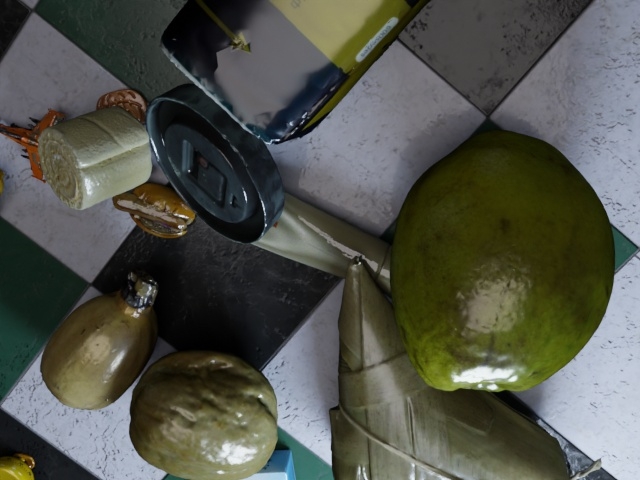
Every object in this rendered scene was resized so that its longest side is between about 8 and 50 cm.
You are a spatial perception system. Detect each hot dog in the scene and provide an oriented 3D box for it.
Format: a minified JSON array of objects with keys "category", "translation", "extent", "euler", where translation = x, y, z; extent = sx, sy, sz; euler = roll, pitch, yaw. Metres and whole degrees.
[{"category":"hot dog","translation":[-0.295,-0.057,1.302],"extent":[0.140,0.060,0.090],"euler":[33,104,-2]}]

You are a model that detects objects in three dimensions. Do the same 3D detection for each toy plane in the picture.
[{"category":"toy plane","translation":[-0.510,-0.180,1.290],"extent":[0.188,0.062,0.135],"euler":[26,109,12]}]

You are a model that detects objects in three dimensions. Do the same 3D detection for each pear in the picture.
[{"category":"pear","translation":[0.277,0.037,1.116],"extent":[0.352,0.352,0.413],"euler":[16,74,0]}]

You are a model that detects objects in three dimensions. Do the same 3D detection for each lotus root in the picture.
[{"category":"lotus root","translation":[-0.380,0.174,1.322],"extent":[0.183,0.183,0.310],"euler":[36,107,-6]}]

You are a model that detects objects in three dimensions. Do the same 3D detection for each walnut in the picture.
[{"category":"walnut","translation":[-0.206,0.314,1.327],"extent":[0.283,0.227,0.283],"euler":[0,119,-1]}]

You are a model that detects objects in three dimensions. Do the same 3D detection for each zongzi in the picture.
[{"category":"zongzi","translation":[0.265,0.274,1.249],"extent":[0.500,0.218,0.467],"euler":[6,117,7]}]

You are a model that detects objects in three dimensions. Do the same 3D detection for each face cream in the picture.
[{"category":"face cream","translation":[0.000,0.000,1.287],"extent":[0.341,0.084,0.137],"euler":[24,121,4]}]

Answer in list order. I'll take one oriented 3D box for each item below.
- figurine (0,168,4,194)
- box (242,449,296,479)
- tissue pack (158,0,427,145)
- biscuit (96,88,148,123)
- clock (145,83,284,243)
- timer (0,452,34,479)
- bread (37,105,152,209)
[{"category":"figurine","translation":[-0.677,-0.080,1.307],"extent":[0.246,0.131,0.156],"euler":[-11,127,23]},{"category":"box","translation":[-0.117,0.540,1.466],"extent":[0.143,0.083,0.232],"euler":[-5,106,6]},{"category":"tissue pack","translation":[0.005,-0.366,1.066],"extent":[0.253,0.264,0.416],"euler":[42,106,-4]},{"category":"biscuit","translation":[-0.344,-0.222,1.276],"extent":[0.091,0.015,0.078],"euler":[-14,106,10]},{"category":"clock","translation":[-0.170,-0.120,1.180],"extent":[0.055,0.280,0.280],"euler":[-42,103,-28]},{"category":"timer","translation":[-0.640,0.498,1.489],"extent":[0.107,0.109,0.107],"euler":[2,108,5]},{"category":"bread","translation":[-0.374,-0.140,1.223],"extent":[0.134,0.141,0.148],"euler":[41,137,21]}]
